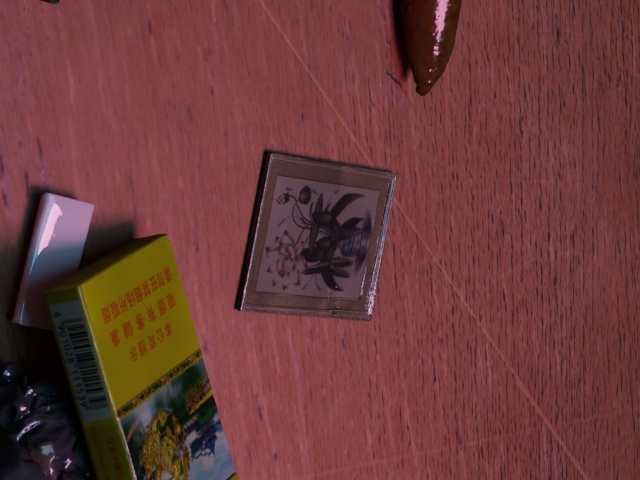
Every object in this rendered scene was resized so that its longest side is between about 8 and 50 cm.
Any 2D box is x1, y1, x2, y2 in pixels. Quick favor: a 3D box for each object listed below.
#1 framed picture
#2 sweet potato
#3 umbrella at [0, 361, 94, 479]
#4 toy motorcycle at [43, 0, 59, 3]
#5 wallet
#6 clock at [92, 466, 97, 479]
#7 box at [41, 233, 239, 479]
[{"bbox_3d":[0.000,0.000,1.989,0.231,0.010,0.173,5,96,-52],"label":"framed picture"},{"bbox_3d":[0.138,-0.336,2.021,0.108,0.079,0.346,50,56,-79],"label":"sweet potato"},{"bbox_3d":[-0.292,0.262,1.580,0.143,0.094,0.349,46,45,-24],"label":"umbrella"},{"bbox_3d":[-0.243,-0.329,1.483,0.275,0.127,0.205,50,51,-56],"label":"toy motorcycle"},{"bbox_3d":[-0.244,0.020,1.676,0.061,0.025,0.122,14,89,-54],"label":"wallet"},{"bbox_3d":[-0.202,0.304,1.776,0.197,0.068,0.197,-19,115,-48],"label":"clock"},{"bbox_3d":[-0.152,0.177,1.711,0.187,0.047,0.335,-37,114,-65],"label":"box"}]
